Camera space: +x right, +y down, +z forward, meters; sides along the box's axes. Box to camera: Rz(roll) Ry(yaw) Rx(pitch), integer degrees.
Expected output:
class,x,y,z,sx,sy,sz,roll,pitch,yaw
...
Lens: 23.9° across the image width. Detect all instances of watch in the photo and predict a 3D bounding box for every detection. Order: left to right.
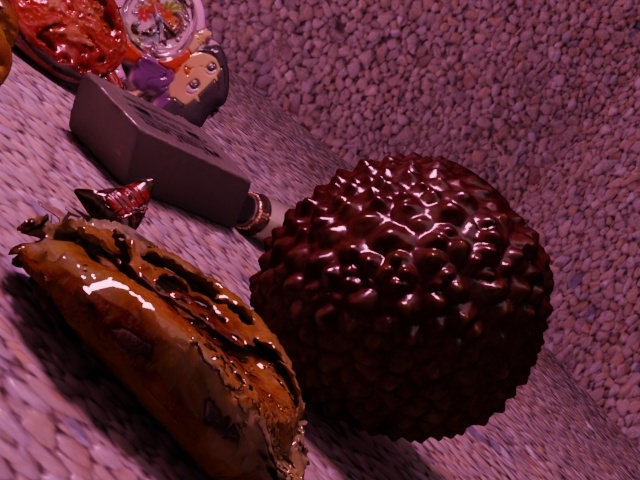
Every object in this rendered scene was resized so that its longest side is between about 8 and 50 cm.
class,x,y,z,sx,sy,sz,roll,pitch,yaw
watch,-0.256,-0.276,2.240,0.244,0.196,0.231,39,-13,-19

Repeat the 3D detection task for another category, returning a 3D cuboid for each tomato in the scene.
class,x,y,z,sx,sy,sz,roll,pitch,yaw
tomato,-0.342,-0.275,1.954,0.174,0.082,0.166,56,47,-23

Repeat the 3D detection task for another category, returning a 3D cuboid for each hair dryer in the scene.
class,x,y,z,sx,sy,sz,roll,pitch,yaw
hair dryer,0.000,0.000,2.102,0.362,0.128,0.203,23,19,-44

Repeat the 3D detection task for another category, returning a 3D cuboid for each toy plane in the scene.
class,x,y,z,sx,sy,sz,roll,pitch,yaw
toy plane,-0.217,0.001,1.296,0.049,0.031,0.121,28,16,-26

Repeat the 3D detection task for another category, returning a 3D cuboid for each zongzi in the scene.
class,x,y,z,sx,sy,sz,roll,pitch,yaw
zongzi,-0.196,-0.019,1.481,0.083,0.067,0.073,0,50,-50

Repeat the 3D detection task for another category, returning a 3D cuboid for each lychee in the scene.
class,x,y,z,sx,sy,sz,roll,pitch,yaw
lychee,0.083,0.060,1.527,0.330,0.306,0.306,-3,37,-38

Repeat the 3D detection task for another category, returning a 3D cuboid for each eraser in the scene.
class,x,y,z,sx,sy,sz,roll,pitch,yaw
eraser,-0.189,-0.105,1.831,0.111,0.077,0.352,44,8,22

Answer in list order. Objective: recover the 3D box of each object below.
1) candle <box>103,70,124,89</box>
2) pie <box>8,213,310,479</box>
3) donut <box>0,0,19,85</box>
class,x,y,z,sx,sy,sz,roll,pitch,yaw
candle,-0.391,-0.303,2.026,0.329,0.051,0.048,41,-2,-6
pie,-0.111,0.080,1.172,0.308,0.085,0.308,40,7,-6
donut,-0.351,-0.189,1.239,0.226,0.114,0.226,46,20,-22
